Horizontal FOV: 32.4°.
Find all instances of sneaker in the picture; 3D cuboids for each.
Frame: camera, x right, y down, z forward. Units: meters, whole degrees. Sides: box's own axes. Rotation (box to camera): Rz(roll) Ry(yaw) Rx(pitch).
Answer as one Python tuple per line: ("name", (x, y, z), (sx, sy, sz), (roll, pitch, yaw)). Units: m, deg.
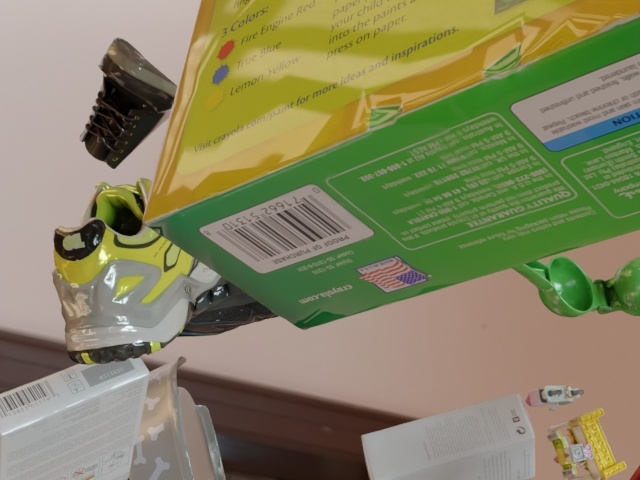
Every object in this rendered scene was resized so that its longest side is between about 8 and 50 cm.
("sneaker", (-0.208, -0.134, 1.162), (0.118, 0.083, 0.222), (-48, 176, -1))
("sneaker", (-0.109, 0.061, 1.576), (0.139, 0.341, 0.125), (102, -22, -65))
("sneaker", (-0.175, -0.008, 1.205), (0.384, 0.145, 0.147), (-69, 149, -68))

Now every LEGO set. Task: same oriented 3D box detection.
("LEGO set", (0.358, 0.354, 1.585), (0.107, 0.132, 0.287), (-35, -130, 54))

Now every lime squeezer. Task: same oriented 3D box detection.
("lime squeezer", (0.258, 0.021, 0.953), (0.059, 0.310, 0.110), (-94, -172, -50))

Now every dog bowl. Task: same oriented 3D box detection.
("dog bowl", (-0.232, 0.368, 1.788), (0.349, 0.102, 0.348), (-14, 90, -89))

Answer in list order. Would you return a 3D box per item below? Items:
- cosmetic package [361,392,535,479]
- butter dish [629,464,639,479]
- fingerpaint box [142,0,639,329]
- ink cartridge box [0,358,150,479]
("cosmetic package", (0.179, 0.301, 1.536), (0.117, 0.231, 0.085), (78, -2, -49))
("butter dish", (0.396, 0.323, 1.167), (0.118, 0.160, 0.160), (-73, -177, -56))
("fingerpaint box", (0.131, -0.182, 0.675), (0.445, 0.163, 0.371), (-20, -132, 36))
("ink cartridge box", (-0.294, 0.231, 1.252), (0.056, 0.181, 0.224), (50, -37, 27))
